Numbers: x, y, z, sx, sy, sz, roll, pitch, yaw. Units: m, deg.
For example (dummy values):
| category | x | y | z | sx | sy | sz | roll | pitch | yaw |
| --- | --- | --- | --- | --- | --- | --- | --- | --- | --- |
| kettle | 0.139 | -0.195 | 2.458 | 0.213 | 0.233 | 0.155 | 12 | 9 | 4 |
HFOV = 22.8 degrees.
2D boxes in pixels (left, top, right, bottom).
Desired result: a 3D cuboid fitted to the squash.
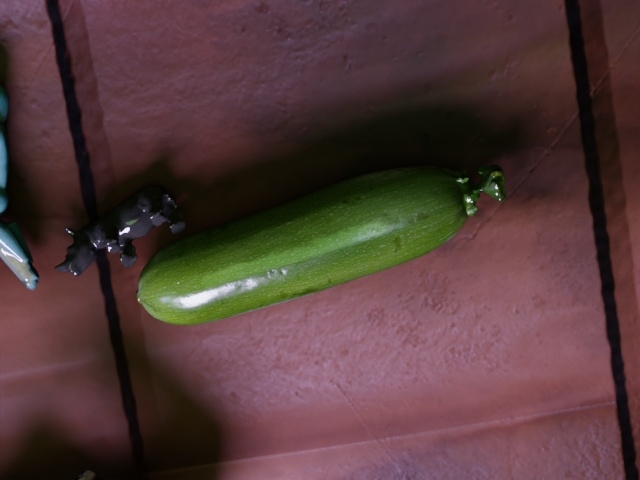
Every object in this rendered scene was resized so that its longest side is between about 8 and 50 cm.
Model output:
| category | x | y | z | sx | sy | sz | roll | pitch | yaw |
| --- | --- | --- | --- | --- | --- | --- | --- | --- | --- |
| squash | 0.000 | 0.000 | 1.545 | 0.378 | 0.101 | 0.101 | -17 | 101 | 1 |

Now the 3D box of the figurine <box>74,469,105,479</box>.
| category | x | y | z | sx | sy | sz | roll | pitch | yaw |
| --- | --- | --- | --- | --- | --- | --- | --- | --- | --- |
| figurine | -0.257 | 0.397 | 1.520 | 0.323 | 0.196 | 0.320 | -47 | 141 | -4 |

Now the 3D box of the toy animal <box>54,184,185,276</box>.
| category | x | y | z | sx | sy | sz | roll | pitch | yaw |
| --- | --- | --- | --- | --- | --- | --- | --- | --- | --- |
| toy animal | -0.202 | -0.006 | 1.559 | 0.135 | 0.065 | 0.047 | -34 | 135 | 4 |

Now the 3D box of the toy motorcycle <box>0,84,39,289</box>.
| category | x | y | z | sx | sy | sz | roll | pitch | yaw |
| --- | --- | --- | --- | --- | --- | --- | --- | --- | --- |
| toy motorcycle | -0.377 | -0.067 | 1.529 | 0.198 | 0.109 | 0.296 | -26 | 99 | -6 |
